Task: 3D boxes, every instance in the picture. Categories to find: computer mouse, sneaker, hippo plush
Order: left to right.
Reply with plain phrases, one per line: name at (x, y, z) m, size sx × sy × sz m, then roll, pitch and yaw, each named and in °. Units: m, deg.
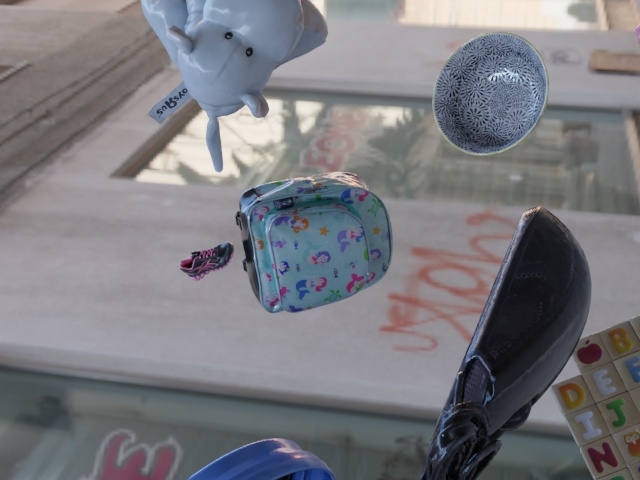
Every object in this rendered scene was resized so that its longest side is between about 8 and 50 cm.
sneaker at (-0.219, 0.034, 1.854) m, size 0.057 × 0.119 × 0.047 m, roll 38°, pitch -150°, yaw -42°
hippo plush at (-0.135, -0.258, 1.216) m, size 0.294 × 0.234 × 0.236 m, roll -50°, pitch 7°, yaw 7°
computer mouse at (0.135, 0.092, 0.685) m, size 0.188 × 0.072 × 0.272 m, roll 98°, pitch -162°, yaw -52°

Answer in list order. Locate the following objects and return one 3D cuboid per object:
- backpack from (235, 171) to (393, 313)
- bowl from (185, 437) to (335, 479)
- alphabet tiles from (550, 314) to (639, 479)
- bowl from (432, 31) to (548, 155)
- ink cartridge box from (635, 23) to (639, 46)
backpack at (0.000, 0.000, 1.690) m, size 0.191 × 0.253 × 0.225 m, roll -136°, pitch 35°, yaw -63°
bowl at (-0.149, 0.439, 1.391) m, size 0.391 × 0.077 × 0.391 m, roll -33°, pitch -31°, yaw -23°
alphabet tiles at (0.556, 0.287, 1.594) m, size 0.011 × 0.285 × 0.343 m, roll 63°, pitch -175°, yaw -60°
bowl at (0.248, -0.193, 1.341) m, size 0.080 × 0.170 × 0.170 m, roll 13°, pitch -99°, yaw -55°
ink cartridge box at (0.682, -0.364, 1.644) m, size 0.273 × 0.114 × 0.197 m, roll -49°, pitch 35°, yaw 48°
